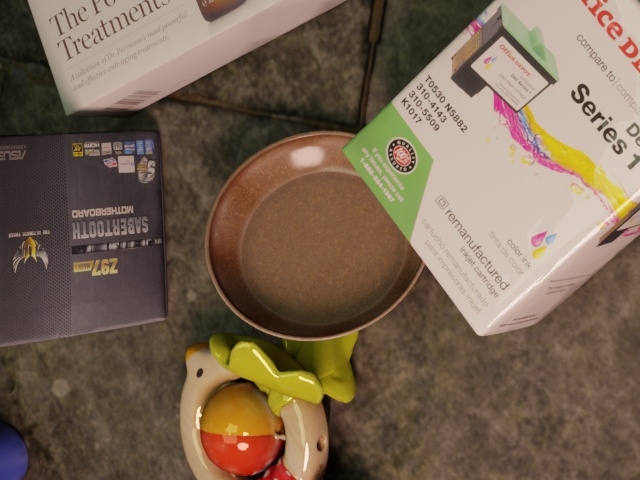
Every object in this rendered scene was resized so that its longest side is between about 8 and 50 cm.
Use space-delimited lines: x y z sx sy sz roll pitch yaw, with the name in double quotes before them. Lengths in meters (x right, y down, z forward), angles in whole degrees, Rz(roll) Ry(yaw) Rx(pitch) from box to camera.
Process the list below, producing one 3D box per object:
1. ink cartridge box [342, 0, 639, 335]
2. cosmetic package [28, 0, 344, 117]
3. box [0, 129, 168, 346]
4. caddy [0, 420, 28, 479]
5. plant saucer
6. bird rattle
"ink cartridge box" 0.188 -0.089 1.541 0.278 0.117 0.201 -44 72 25
"cosmetic package" -0.111 -0.311 1.720 0.377 0.097 0.284 -25 78 30
"box" -0.235 -0.006 1.734 0.059 0.233 0.183 2 94 37
"caddy" -0.429 0.306 1.908 0.341 0.179 0.241 -22 81 31
"plant saucer" 0.000 0.000 1.667 0.198 0.036 0.198 -4 66 10
"bird rattle" -0.039 0.179 1.724 0.207 0.143 0.253 6 110 42
